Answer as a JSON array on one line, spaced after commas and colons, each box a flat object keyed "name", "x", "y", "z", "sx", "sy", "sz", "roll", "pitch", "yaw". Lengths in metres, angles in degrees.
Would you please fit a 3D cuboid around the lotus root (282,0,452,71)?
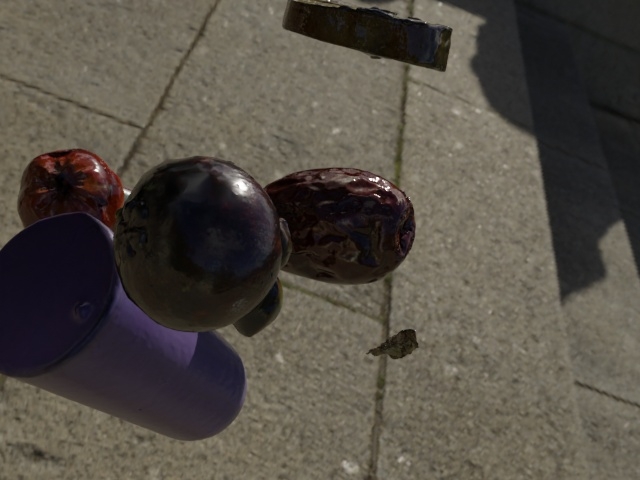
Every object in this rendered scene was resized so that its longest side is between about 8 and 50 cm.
[{"name": "lotus root", "x": 0.085, "y": -0.435, "z": 1.763, "sx": 0.375, "sy": 0.111, "sz": 0.390, "roll": 2, "pitch": 20, "yaw": -43}]

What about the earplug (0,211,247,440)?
[{"name": "earplug", "x": -0.252, "y": 0.155, "z": 1.198, "sx": 0.215, "sy": 0.215, "sz": 0.456, "roll": 56, "pitch": 3, "yaw": 35}]

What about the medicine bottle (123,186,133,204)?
[{"name": "medicine bottle", "x": -0.481, "y": -0.093, "z": 1.754, "sx": 0.217, "sy": 0.090, "sz": 0.090, "roll": 23, "pitch": 31, "yaw": -39}]

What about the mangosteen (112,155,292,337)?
[{"name": "mangosteen", "x": -0.098, "y": 0.010, "z": 0.786, "sx": 0.184, "sy": 0.172, "sz": 0.172, "roll": 36, "pitch": 28, "yaw": -31}]

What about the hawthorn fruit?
[{"name": "hawthorn fruit", "x": -0.373, "y": -0.049, "z": 1.301, "sx": 0.173, "sy": 0.179, "sz": 0.173, "roll": -6, "pitch": 39, "yaw": 5}]

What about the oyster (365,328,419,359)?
[{"name": "oyster", "x": 0.141, "y": 0.190, "z": 1.557, "sx": 0.086, "sy": 0.132, "sz": 0.029, "roll": 18, "pitch": 59, "yaw": -43}]

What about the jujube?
[{"name": "jujube", "x": 0.023, "y": -0.024, "z": 1.321, "sx": 0.243, "sy": 0.183, "sz": 0.183, "roll": 5, "pitch": 32, "yaw": 18}]
